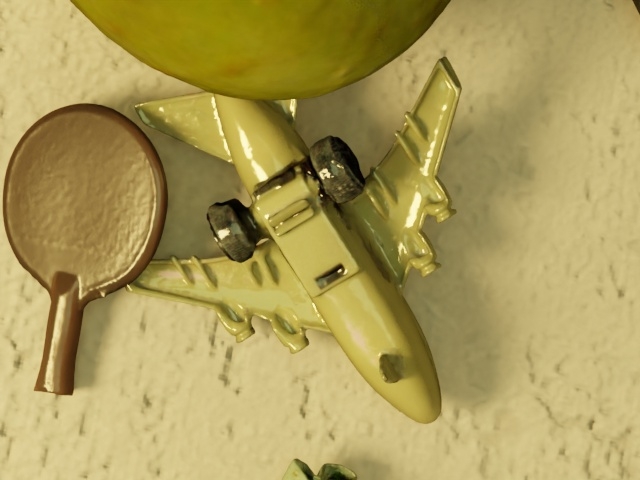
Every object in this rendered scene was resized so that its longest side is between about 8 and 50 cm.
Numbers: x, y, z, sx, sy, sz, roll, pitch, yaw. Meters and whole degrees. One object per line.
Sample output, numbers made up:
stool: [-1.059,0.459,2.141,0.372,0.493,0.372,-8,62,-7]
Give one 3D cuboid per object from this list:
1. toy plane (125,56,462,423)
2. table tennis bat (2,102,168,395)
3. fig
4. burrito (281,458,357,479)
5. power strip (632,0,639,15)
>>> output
toy plane: [0.000,0.000,1.076,0.229,0.092,0.244,-31,86,11]
table tennis bat: [-0.161,0.007,1.038,0.108,0.119,0.169,11,96,24]
fig: [-0.060,-0.226,0.988,0.258,0.258,0.326,-46,50,-5]
burrito: [-0.006,0.186,1.085,0.074,0.044,0.118,19,88,0]
power strip: [0.260,-0.275,1.108,0.251,0.092,0.257,-24,84,-1]
